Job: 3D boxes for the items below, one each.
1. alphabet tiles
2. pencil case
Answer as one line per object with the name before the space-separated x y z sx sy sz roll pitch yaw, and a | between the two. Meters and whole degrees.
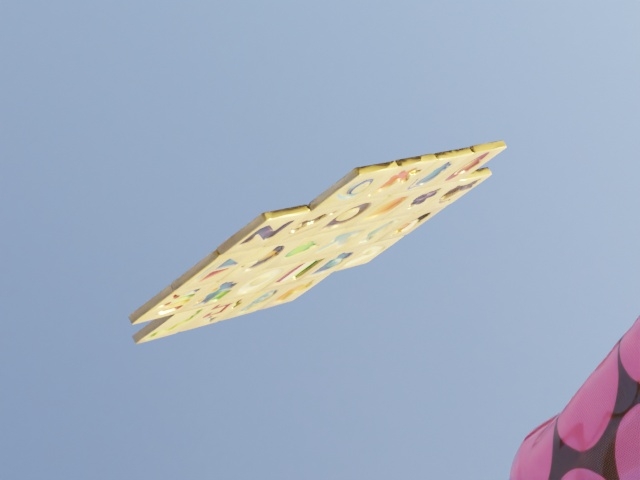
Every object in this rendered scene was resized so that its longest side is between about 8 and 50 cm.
alphabet tiles | 0.000 0.000 1.433 0.342 0.285 0.011 -13 -109 -53
pencil case | 0.153 0.062 0.640 0.098 0.209 0.095 3 -121 -21
